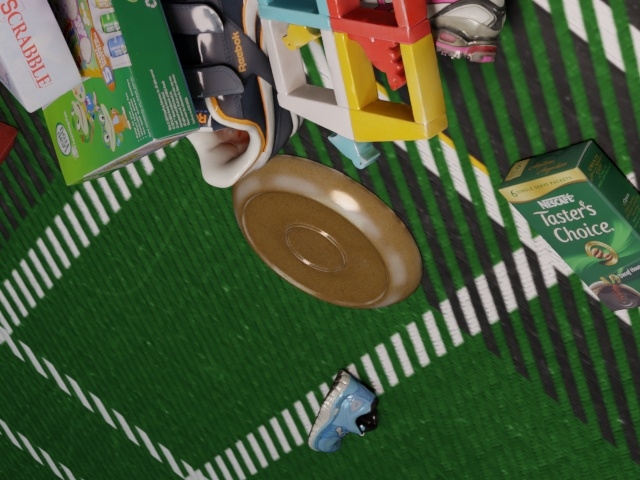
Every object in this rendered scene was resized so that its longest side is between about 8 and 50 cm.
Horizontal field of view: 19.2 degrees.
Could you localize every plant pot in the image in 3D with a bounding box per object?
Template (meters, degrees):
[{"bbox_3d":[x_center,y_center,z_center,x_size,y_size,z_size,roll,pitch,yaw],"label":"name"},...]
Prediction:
[{"bbox_3d":[0.000,0.000,2.066,0.236,0.032,0.236,23,148,15],"label":"plant pot"}]

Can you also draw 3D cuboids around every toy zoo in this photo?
[{"bbox_3d":[0.017,-0.198,1.650,0.192,0.030,0.293,15,128,44],"label":"toy zoo"}]

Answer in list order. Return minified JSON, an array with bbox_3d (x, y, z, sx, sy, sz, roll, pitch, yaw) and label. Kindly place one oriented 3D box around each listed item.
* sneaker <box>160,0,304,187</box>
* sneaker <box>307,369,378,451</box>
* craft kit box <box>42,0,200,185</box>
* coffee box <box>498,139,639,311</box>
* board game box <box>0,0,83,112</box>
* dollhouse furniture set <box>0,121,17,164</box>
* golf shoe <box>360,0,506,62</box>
[{"bbox_3d":[-0.113,-0.187,1.814,0.126,0.127,0.321,9,141,37],"label":"sneaker"},{"bbox_3d":[0.032,0.225,2.330,0.073,0.063,0.162,27,149,5],"label":"sneaker"},{"bbox_3d":[-0.220,-0.195,1.818,0.246,0.061,0.250,-19,89,65],"label":"craft kit box"},{"bbox_3d":[0.265,-0.010,1.793,0.184,0.040,0.113,46,147,-22],"label":"coffee box"},{"bbox_3d":[-0.368,-0.321,1.779,0.318,0.066,0.319,44,162,42],"label":"board game box"},{"bbox_3d":[-0.502,-0.075,2.097,0.152,0.374,0.201,17,145,18],"label":"dollhouse furniture set"},{"bbox_3d":[0.089,-0.216,1.656,0.186,0.067,0.086,24,108,38],"label":"golf shoe"}]
